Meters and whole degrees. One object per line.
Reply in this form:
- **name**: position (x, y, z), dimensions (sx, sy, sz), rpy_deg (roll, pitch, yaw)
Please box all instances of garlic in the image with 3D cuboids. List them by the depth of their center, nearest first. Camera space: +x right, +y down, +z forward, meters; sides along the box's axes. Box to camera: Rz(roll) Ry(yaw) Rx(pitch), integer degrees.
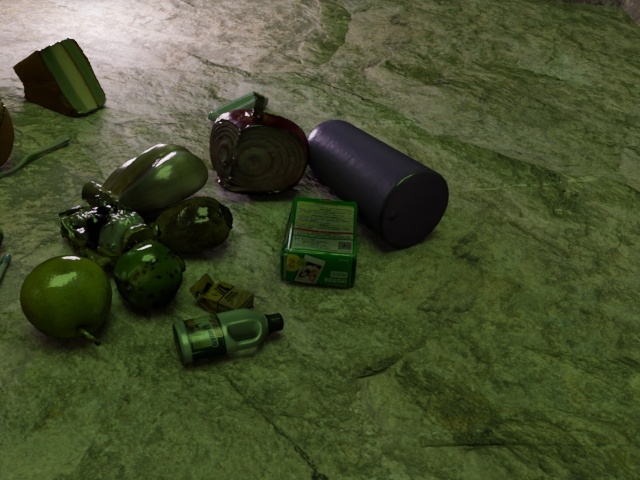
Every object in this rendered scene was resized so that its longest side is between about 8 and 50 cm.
- **garlic**: position (-0.417, -0.152, 1.906), dimensions (0.325, 0.132, 0.279), rpy_deg (-36, 34, -29)

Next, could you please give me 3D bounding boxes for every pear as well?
- **pear**: position (-0.507, 0.133, 1.542), dimensions (0.180, 0.166, 0.216), rpy_deg (-8, 59, -39)

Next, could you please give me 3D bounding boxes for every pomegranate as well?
- **pomegranate**: position (-0.351, 0.075, 1.641), dimensions (0.169, 0.143, 0.122), rpy_deg (-12, 8, -38)

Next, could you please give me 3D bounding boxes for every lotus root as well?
- **lotus root**: position (-0.314, -0.035, 1.811), dimensions (0.214, 0.138, 0.138), rpy_deg (-7, 38, -7)

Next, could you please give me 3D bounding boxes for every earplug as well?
- **earplug**: position (0.118, -0.179, 2.011), dimensions (0.215, 0.215, 0.456), rpy_deg (-16, 38, -27)

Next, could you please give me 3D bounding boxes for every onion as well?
- **onion**: position (-0.164, -0.251, 2.046), dimensions (0.256, 0.272, 0.230), rpy_deg (29, 15, -26)

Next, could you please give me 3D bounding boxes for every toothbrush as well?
- **toothbrush**: position (-0.789, -0.227, 2.091), dimensions (0.026, 0.022, 0.263), rpy_deg (34, 44, 16)

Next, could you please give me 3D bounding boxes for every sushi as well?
- **sushi**: position (-0.498, -0.016, 1.745), dimensions (0.291, 0.131, 0.139), rpy_deg (20, 34, 34)

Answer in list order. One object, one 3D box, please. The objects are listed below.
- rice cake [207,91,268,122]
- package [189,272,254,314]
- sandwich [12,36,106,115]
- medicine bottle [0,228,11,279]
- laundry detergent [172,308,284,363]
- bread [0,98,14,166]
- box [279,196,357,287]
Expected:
- **rice cake**: position (-0.254, -0.415, 2.405), dimensions (0.080, 0.042, 0.222), rpy_deg (24, 39, 25)
- **package**: position (-0.215, 0.127, 1.668), dimensions (0.131, 0.047, 0.071), rpy_deg (19, 41, 19)
- **sandwich**: position (-0.815, -0.484, 2.372), dimensions (0.198, 0.227, 0.155), rpy_deg (-12, 22, 41)
- **medicine bottle**: position (-0.744, 0.053, 1.690), dimensions (0.092, 0.061, 0.220), rpy_deg (17, 34, -18)
- **laundry detergent**: position (-0.185, 0.189, 1.570), dimensions (0.226, 0.070, 0.099), rpy_deg (-9, 35, -21)
- **bread**: position (-0.913, -0.262, 2.008), dimensions (0.204, 0.162, 0.262), rpy_deg (25, 82, 22)
- **box**: position (0.000, 0.000, 1.826), dimensions (0.180, 0.103, 0.250), rpy_deg (6, 38, 0)
